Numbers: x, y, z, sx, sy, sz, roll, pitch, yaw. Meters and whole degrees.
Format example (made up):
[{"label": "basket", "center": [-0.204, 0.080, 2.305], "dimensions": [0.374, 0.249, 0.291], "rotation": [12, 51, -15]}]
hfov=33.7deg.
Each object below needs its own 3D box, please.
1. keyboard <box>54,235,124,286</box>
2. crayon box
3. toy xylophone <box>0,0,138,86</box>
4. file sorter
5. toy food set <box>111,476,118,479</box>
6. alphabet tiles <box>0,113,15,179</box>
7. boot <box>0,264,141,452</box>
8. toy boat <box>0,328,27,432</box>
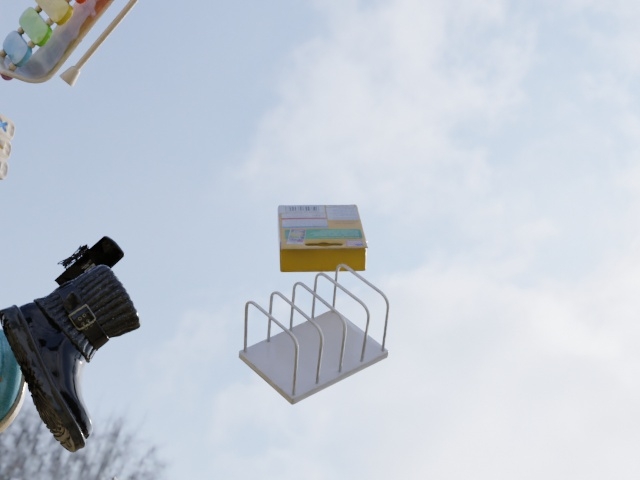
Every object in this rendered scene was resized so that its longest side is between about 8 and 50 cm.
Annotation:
[{"label": "keyboard", "center": [-0.589, 0.057, 2.688], "dimensions": [0.192, 0.038, 0.100], "rotation": [-39, -86, 12]}, {"label": "crayon box", "center": [0.000, 0.000, 2.537], "dimensions": [0.203, 0.323, 0.083], "rotation": [-1, -71, -3]}, {"label": "toy xylophone", "center": [-0.432, -0.395, 1.824], "dimensions": [0.081, 0.322, 0.236], "rotation": [36, -1, -40]}, {"label": "file sorter", "center": [-0.007, 0.190, 2.305], "dimensions": [0.193, 0.278, 0.173], "rotation": [36, -46, 38]}, {"label": "toy food set", "center": [-0.348, 0.508, 1.765], "dimensions": [0.071, 0.218, 0.128], "rotation": [-33, -73, 6]}, {"label": "alphabet tiles", "center": [-0.835, -0.269, 2.478], "dimensions": [0.021, 0.284, 0.278], "rotation": [-16, -32, 29]}, {"label": "boot", "center": [-0.479, 0.234, 2.184], "dimensions": [0.347, 0.260, 0.131], "rotation": [63, -28, 11]}, {"label": "toy boat", "center": [-0.782, 0.304, 2.233], "dimensions": [0.318, 0.267, 0.148], "rotation": [-5, -33, 4]}]
